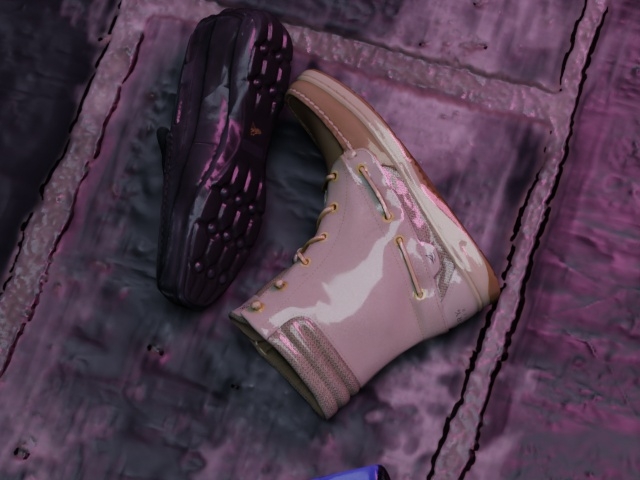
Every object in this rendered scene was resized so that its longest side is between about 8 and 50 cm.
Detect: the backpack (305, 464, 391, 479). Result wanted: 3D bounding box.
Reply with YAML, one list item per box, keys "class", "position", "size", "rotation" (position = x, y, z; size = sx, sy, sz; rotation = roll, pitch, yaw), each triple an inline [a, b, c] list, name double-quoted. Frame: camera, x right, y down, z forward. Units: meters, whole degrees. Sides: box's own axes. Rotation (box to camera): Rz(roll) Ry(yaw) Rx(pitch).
- class: "backpack"
  position: [0.013, 0.213, 1.235]
  size: [0.101, 0.098, 0.120]
  rotation: [-14, 83, 8]

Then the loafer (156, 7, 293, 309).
- class: "loafer"
  position: [-0.080, -0.059, 1.352]
  size: [0.078, 0.076, 0.223]
  rotation: [2, 73, 36]

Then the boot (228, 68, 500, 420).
- class: "boot"
  position: [0.000, 0.000, 1.318]
  size: [0.165, 0.077, 0.213]
  rotation: [-36, 78, -8]
